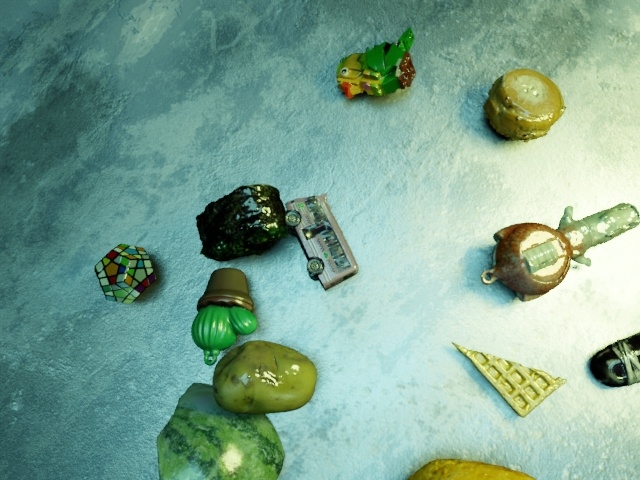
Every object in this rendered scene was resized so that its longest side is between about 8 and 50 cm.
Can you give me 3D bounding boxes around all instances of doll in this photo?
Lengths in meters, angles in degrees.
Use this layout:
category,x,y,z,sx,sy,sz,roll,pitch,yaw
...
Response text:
category,x,y,z,sx,sy,sz,roll,pitch,yaw
doll,0.126,-0.393,1.084,0.186,0.106,0.134,-11,70,21

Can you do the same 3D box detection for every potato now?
category,x,y,z,sx,sy,sz,roll,pitch,yaw
potato,-0.108,0.269,0.921,0.200,0.154,0.137,4,105,-19

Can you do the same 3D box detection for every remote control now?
category,x,y,z,sx,sy,sz,roll,pitch,yaw
remote control,0.649,0.204,0.896,0.266,0.066,0.090,-23,71,1

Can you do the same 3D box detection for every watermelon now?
category,x,y,z,sx,sy,sz,roll,pitch,yaw
watermelon,-0.206,0.407,0.915,0.176,0.256,0.260,-24,79,47

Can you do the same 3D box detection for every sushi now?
category,x,y,z,sx,sy,sz,roll,pitch,yaw
sushi,-0.167,-0.028,0.991,0.225,0.124,0.127,-21,77,42

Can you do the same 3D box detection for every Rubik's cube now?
category,x,y,z,sx,sy,sz,roll,pitch,yaw
Rubik's cube,-0.425,0.072,1.037,0.133,0.133,0.112,26,106,12

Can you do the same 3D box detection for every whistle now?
category,x,y,z,sx,sy,sz,roll,pitch,yaw
whistle,0.469,0.013,0.939,0.346,0.134,0.142,-22,66,-7

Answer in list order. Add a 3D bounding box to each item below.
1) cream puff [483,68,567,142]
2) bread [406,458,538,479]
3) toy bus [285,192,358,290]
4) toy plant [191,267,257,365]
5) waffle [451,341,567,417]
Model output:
category,x,y,z,sx,sy,sz,roll,pitch,yaw
cream puff,0.429,-0.283,1.016,0.150,0.115,0.165,-5,67,-1
bread,0.222,0.523,0.719,0.361,0.394,0.250,-1,117,25
toy bus,0.000,0.000,1.011,0.108,0.096,0.199,-25,77,-3
toy plant,-0.196,0.158,0.988,0.143,0.105,0.200,-5,66,13
waffle,0.370,0.238,0.940,0.125,0.032,0.191,-39,77,-1
